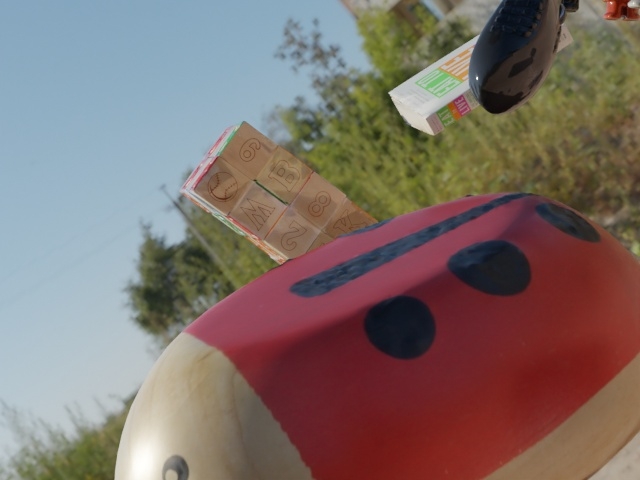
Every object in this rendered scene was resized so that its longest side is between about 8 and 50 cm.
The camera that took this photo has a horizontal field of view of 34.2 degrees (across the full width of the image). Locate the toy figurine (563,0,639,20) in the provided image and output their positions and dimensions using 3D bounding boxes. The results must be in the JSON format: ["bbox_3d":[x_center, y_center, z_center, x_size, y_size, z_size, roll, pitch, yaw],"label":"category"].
[{"bbox_3d":[0.415,-0.369,1.353,0.209,0.148,0.213,-3,10,-37],"label":"toy figurine"}]

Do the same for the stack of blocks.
[{"bbox_3d":[0.000,0.000,1.107,0.087,0.297,0.171,-54,11,-5],"label":"stack of blocks"}]

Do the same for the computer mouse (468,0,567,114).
[{"bbox_3d":[0.176,-0.181,0.731,0.242,0.041,0.071,-56,-38,-21],"label":"computer mouse"}]

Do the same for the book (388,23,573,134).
[{"bbox_3d":[0.141,-0.149,0.923,0.144,0.035,0.096,-34,22,-2],"label":"book"}]

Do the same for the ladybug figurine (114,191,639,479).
[{"bbox_3d":[0.055,0.085,0.733,0.449,0.162,0.305,-25,19,-26],"label":"ladybug figurine"}]
